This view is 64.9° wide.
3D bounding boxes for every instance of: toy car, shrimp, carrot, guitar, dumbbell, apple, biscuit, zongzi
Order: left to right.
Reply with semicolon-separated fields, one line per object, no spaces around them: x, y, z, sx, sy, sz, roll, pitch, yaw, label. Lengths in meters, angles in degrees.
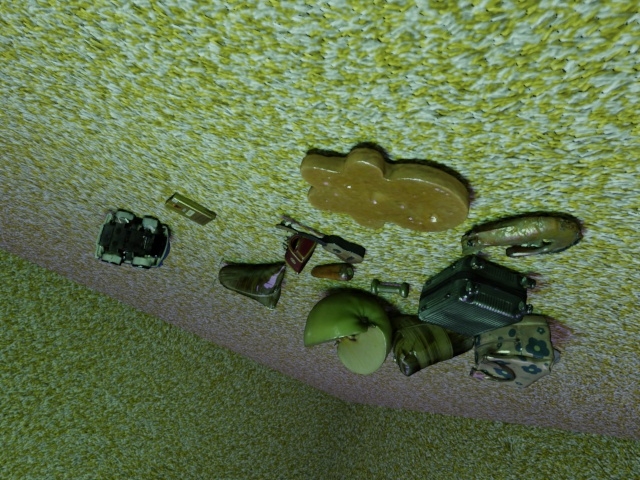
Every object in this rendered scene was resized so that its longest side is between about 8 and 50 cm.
-0.607;0.010;1.678;0.235;0.172;0.158;11;172;7;toy car
-0.240;0.106;1.722;0.247;0.111;0.241;22;138;4;zongzi
0.000;-0.002;1.377;0.271;0.038;0.084;24;154;-21;guitar
0.035;0.098;1.561;0.161;0.055;0.055;1;152;47;carrot
0.103;0.292;1.707;0.295;0.233;0.258;26;139;-16;apple
0.134;-0.103;1.063;0.355;0.052;0.275;9;155;16;biscuit
0.214;0.150;1.555;0.118;0.046;0.052;4;158;25;dumbbell
0.362;0.312;1.755;0.286;0.288;0.134;-16;118;-5;zongzi
0.434;-0.001;1.090;0.173;0.058;0.253;23;155;-34;shrimp

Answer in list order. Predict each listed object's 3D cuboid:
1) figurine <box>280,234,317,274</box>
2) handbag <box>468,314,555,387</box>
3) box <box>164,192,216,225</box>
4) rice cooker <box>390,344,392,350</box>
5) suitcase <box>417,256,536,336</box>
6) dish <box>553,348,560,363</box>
-0.069;0.022;1.450;0.098;0.082;0.154;35;157;7;figurine
0.563;0.329;1.517;0.193;0.190;0.251;3;152;4;handbag
-0.379;-0.088;1.465;0.133;0.023;0.090;29;152;-24;box
0.188;0.393;1.993;0.206;0.127;0.145;1;152;13;rice cooker
0.403;0.155;1.339;0.202;0.128;0.312;20;156;-6;suitcase
0.719;0.422;1.761;0.229;0.081;0.229;14;155;7;dish
